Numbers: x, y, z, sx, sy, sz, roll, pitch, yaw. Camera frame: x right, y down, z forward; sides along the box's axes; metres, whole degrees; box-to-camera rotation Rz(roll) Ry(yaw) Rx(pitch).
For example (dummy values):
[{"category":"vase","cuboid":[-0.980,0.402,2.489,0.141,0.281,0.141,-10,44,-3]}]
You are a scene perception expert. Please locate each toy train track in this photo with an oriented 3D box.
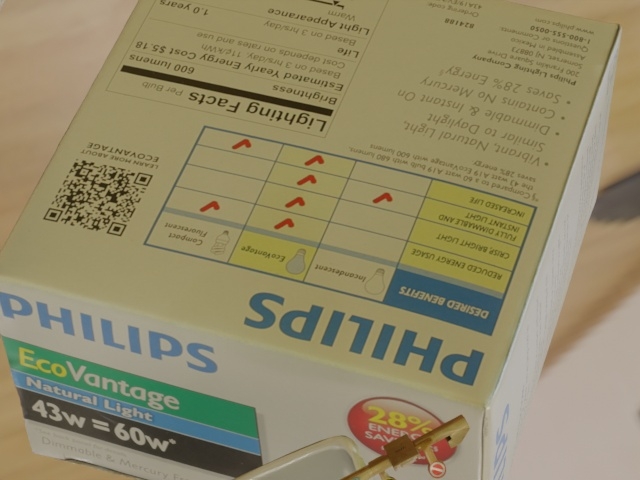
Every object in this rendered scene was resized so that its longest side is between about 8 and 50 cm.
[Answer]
[{"category":"toy train track","cuboid":[0.014,0.084,0.670,0.083,0.014,0.048,-28,-177,-1]}]

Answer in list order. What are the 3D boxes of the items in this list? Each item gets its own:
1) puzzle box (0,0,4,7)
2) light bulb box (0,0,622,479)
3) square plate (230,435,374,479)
[{"category":"puzzle box","cuboid":[-0.420,-0.306,1.942,0.409,0.272,0.052,-63,172,-11]},{"category":"light bulb box","cuboid":[0.000,0.000,1.458,0.358,0.361,0.225,14,143,13]},{"category":"square plate","cuboid":[-0.033,0.291,0.908,0.049,0.344,0.347,-3,164,-37]}]
